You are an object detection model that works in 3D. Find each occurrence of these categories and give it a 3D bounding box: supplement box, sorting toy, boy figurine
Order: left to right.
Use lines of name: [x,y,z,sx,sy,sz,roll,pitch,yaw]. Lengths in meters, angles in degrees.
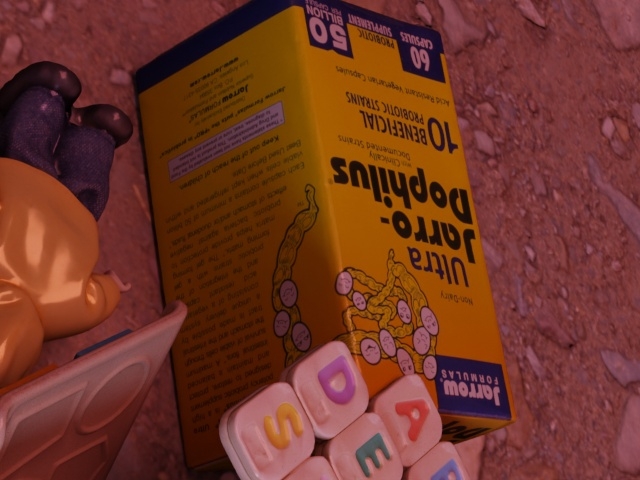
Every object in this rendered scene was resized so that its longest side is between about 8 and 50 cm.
boy figurine: [-0.213,0.009,1.258,0.177,0.092,0.285,37,47,-31]
sorting toy: [-0.186,0.139,1.158,0.038,0.193,0.208,38,34,14]
supplement box: [0.000,0.000,1.423,0.194,0.195,0.356,10,63,-46]

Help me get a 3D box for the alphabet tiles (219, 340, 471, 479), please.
alphabet tiles: [0.034,0.218,1.182,0.278,0.021,0.284,-32,98,-50]
